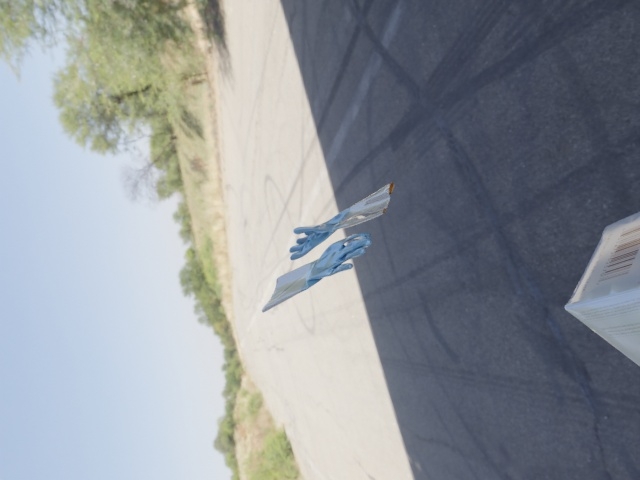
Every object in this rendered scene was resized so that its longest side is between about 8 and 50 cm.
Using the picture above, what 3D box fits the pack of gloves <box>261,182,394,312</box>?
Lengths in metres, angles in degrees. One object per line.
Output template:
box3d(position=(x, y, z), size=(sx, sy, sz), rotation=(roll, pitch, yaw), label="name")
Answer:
box3d(position=(0.000, 0.000, 0.898), size=(0.046, 0.232, 0.195), rotation=(46, -140, -18), label="pack of gloves")

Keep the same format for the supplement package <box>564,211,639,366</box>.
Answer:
box3d(position=(0.327, 0.063, 0.471), size=(0.179, 0.105, 0.105), rotation=(38, 158, -1), label="supplement package")
